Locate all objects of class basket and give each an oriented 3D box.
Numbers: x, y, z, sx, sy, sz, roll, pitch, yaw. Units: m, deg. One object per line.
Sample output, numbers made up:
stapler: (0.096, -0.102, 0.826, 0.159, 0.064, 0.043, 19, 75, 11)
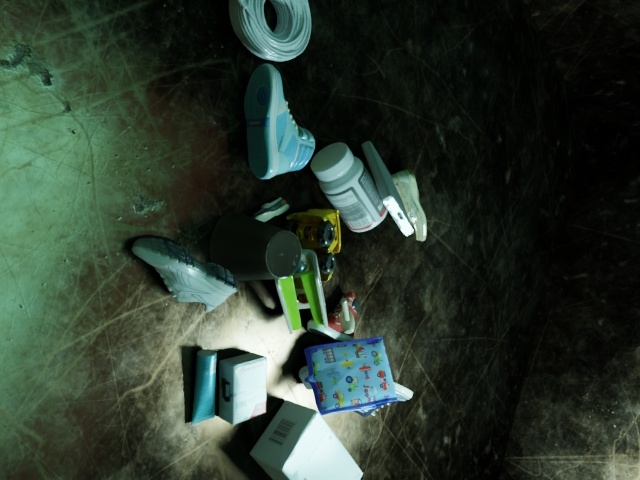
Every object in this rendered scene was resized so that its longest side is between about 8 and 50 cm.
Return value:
basket: (-0.174, 0.026, 1.479, 0.154, 0.227, 0.204, 0, 94, -46)

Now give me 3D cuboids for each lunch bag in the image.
lunch bag: (0.083, 0.451, 1.791, 0.293, 0.138, 0.221, 3, 63, -32)

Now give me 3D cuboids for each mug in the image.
mug: (-0.042, 0.449, 1.802, 0.062, 0.078, 0.064, -34, 114, -1)

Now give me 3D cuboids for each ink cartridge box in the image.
ink cartridge box: (-0.227, 0.429, 1.585, 0.127, 0.072, 0.175, -4, 98, -46)

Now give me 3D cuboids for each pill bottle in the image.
pill bottle: (0.095, -0.175, 1.783, 0.161, 0.161, 0.283, -57, 130, -25)

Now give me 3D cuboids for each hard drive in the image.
hard drive: (0.229, -0.183, 1.863, 0.203, 0.040, 0.307, 50, 19, -42)

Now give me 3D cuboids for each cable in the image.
cable: (-0.139, -0.641, 1.536, 0.257, 0.089, 0.257, -43, 124, -35)

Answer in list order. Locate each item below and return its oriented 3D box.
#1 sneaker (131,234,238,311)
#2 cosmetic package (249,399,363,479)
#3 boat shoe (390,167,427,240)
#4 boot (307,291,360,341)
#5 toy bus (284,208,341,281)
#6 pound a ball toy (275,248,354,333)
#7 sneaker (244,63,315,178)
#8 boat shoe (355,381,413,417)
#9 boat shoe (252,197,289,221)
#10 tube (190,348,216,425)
sneaker: (-0.355, 0.094, 1.384, 0.297, 0.111, 0.129, 35, 102, -28)
cosmetic package: (-0.035, 0.729, 1.762, 0.217, 0.156, 0.385, -53, 128, -30)
boat shoe: (0.340, -0.129, 2.101, 0.098, 0.109, 0.302, -19, 114, -2)
boot: (0.051, 0.248, 1.847, 0.244, 0.088, 0.176, 28, 74, -53)
toy bus: (0.000, 0.000, 1.737, 0.211, 0.149, 0.220, -31, 120, -57)
pound a ball toy: (-0.015, 0.160, 1.641, 0.319, 0.208, 0.136, 79, 2, -48)
sneaker: (-0.108, -0.347, 1.581, 0.208, 0.127, 0.319, -13, 114, -43)
boat shoe: (0.207, 0.591, 2.037, 0.340, 0.127, 0.158, 30, 79, -35)
boat shoe: (-0.155, -0.092, 1.620, 0.137, 0.049, 0.043, -28, 72, -38)
tube: (-0.321, 0.410, 1.506, 0.080, 0.052, 0.207, -3, 102, -41)
